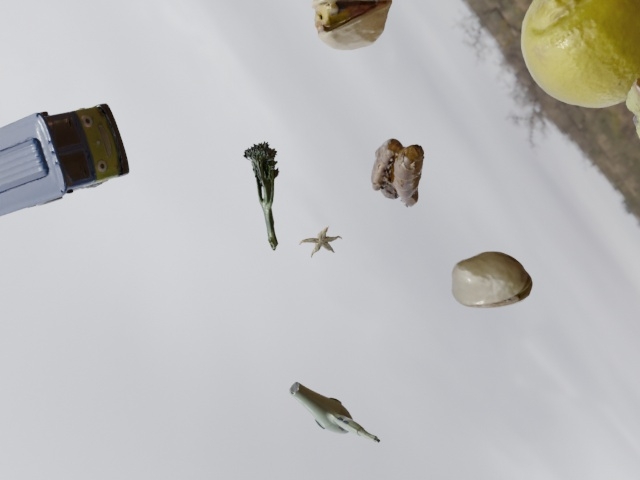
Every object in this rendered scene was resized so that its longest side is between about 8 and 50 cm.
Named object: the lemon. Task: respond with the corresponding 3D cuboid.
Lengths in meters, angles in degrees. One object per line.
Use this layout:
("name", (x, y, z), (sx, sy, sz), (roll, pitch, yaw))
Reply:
("lemon", (0.648, -0.479, 2.195), (0.348, 0.348, 0.348), (45, -160, -22))

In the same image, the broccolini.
("broccolini", (-0.089, -0.084, 1.717), (0.074, 0.058, 0.201), (-21, -84, -64))

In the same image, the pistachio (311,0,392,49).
("pistachio", (0.062, -0.474, 1.928), (0.157, 0.157, 0.229), (54, -150, 2))

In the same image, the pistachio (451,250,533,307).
("pistachio", (0.303, 0.072, 1.639), (0.113, 0.149, 0.113), (-5, -83, -45))

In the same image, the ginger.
("ginger", (0.145, -0.129, 1.797), (0.103, 0.162, 0.073), (24, -127, 21))

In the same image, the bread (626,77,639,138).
("bread", (0.376, -0.058, 0.897), (0.049, 0.088, 0.226), (117, 136, -76))

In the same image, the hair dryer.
("hair dryer", (0.021, 0.346, 1.843), (0.167, 0.067, 0.199), (35, 170, -15))

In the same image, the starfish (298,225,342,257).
("starfish", (0.000, 0.000, 1.926), (0.016, 0.092, 0.086), (-90, -3, -46))

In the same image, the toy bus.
("toy bus", (-0.484, -0.131, 1.577), (0.175, 0.287, 0.138), (-24, -81, -52))
